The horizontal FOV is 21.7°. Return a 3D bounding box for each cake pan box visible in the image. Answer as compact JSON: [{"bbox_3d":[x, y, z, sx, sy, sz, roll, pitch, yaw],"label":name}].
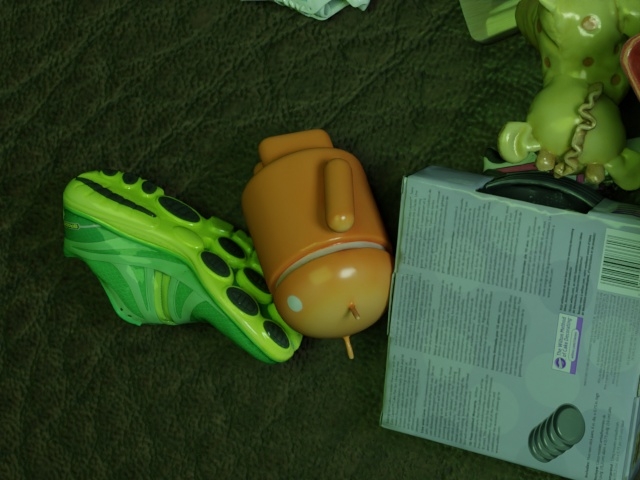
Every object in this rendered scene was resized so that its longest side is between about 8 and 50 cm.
[{"bbox_3d":[0.184,0.072,1.522,0.245,0.070,0.267,11,108,22],"label":"cake pan box"}]

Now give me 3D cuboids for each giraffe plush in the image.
[{"bbox_3d":[0.235,-0.132,1.464,0.181,0.210,0.170,8,86,22],"label":"giraffe plush"}]

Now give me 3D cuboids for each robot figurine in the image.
[{"bbox_3d":[0.000,-0.001,1.595,0.158,0.128,0.219,-36,59,30],"label":"robot figurine"}]

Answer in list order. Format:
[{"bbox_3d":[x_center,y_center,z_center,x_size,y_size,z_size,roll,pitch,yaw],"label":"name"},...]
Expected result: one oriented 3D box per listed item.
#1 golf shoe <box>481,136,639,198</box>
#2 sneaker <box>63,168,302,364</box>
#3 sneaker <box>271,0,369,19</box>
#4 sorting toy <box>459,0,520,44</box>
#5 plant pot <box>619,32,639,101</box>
[{"bbox_3d":[0.234,-0.073,1.544,0.186,0.067,0.086,-16,79,22],"label":"golf shoe"},{"bbox_3d":[-0.140,0.038,1.697,0.295,0.109,0.123,34,126,18],"label":"sneaker"},{"bbox_3d":[-0.019,-0.251,1.673,0.152,0.053,0.061,-5,88,23],"label":"sneaker"},{"bbox_3d":[0.214,-0.350,1.557,0.257,0.089,0.255,-21,79,21],"label":"sorting toy"},{"bbox_3d":[0.440,-0.092,1.359,0.267,0.236,0.267,-29,79,20],"label":"plant pot"}]
